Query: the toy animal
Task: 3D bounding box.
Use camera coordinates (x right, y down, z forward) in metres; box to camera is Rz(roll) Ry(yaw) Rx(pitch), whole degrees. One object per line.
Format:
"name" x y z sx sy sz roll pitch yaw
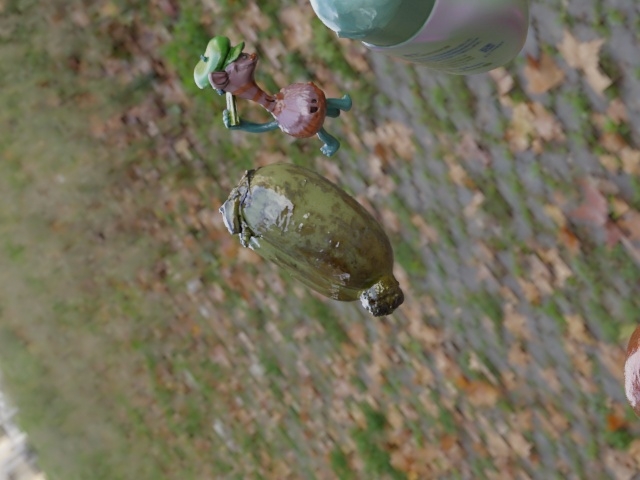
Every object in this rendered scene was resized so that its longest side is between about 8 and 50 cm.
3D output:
"toy animal" -0.058 -0.167 1.634 0.208 0.103 0.100 19 -146 -32

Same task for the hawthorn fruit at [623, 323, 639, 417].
"hawthorn fruit" 0.383 0.136 1.405 0.133 0.133 0.138 47 176 21

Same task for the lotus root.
"lotus root" 0.000 0.000 2.036 0.309 0.173 0.173 35 164 -1

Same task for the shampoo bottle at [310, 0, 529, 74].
"shampoo bottle" 0.121 -0.315 1.765 0.221 0.349 0.151 1 88 37
